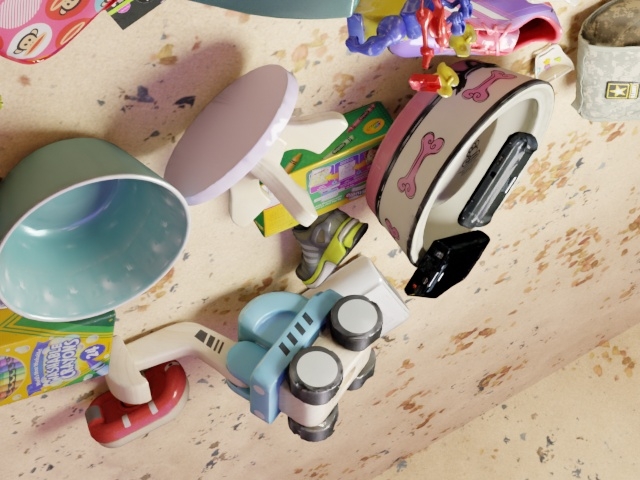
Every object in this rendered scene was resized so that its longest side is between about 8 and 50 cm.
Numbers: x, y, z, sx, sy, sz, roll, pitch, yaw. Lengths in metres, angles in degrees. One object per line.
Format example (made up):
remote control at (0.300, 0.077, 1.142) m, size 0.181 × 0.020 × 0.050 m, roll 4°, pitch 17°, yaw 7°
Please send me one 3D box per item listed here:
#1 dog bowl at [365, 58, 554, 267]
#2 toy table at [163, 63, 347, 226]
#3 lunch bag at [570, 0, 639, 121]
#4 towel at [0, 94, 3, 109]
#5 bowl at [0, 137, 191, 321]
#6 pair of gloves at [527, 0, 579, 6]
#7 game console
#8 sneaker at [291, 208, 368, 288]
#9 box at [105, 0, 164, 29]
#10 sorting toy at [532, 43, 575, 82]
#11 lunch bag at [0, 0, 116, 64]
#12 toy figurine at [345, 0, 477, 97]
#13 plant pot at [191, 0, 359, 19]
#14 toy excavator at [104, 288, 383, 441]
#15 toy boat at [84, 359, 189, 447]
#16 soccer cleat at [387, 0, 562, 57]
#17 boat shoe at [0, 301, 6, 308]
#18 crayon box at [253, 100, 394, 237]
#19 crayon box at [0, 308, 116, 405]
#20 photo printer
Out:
dog bowl at (0.245, -0.152, 1.927) m, size 0.408 × 0.150 × 0.408 m, roll -41°, pitch 156°, yaw -23°
toy table at (-0.100, -0.138, 1.672) m, size 0.274 × 0.252 × 0.161 m, roll -34°, pitch 136°, yaw 27°
lunch bag at (0.626, -0.362, 2.041) m, size 0.287 × 0.169 × 0.235 m, roll -28°, pitch 149°, yaw -5°
towel at (-0.545, -0.179, 1.389) m, size 0.237 × 0.021 × 0.102 m, roll 12°, pitch 129°, yaw -50°
bowl at (-0.371, -0.038, 1.609) m, size 0.311 × 0.163 × 0.311 m, roll -22°, pitch 147°, yaw -16°
pair of gloves at (0.362, -0.490, 1.638) m, size 0.204 × 0.042 × 0.240 m, roll -3°, pitch 110°, yaw -40°
game console at (0.288, -0.042, 1.928) m, size 0.213 × 0.044 × 0.361 m, roll -11°, pitch 135°, yaw -61°
sneaker at (0.000, 0.000, 2.086) m, size 0.111 × 0.121 × 0.300 m, roll -47°, pitch 178°, yaw -28°
box at (-0.252, -0.334, 1.393) m, size 0.083 × 0.052 × 0.062 m, roll -35°, pitch 150°, yaw 4°
sorting toy at (0.442, -0.344, 2.033) m, size 0.083 × 0.045 × 0.075 m, roll -31°, pitch 143°, yaw -1°
lunch bag at (-0.303, -0.342, 1.232) m, size 0.293 × 0.120 × 0.258 m, roll -42°, pitch 164°, yaw 10°
toy figurine at (0.122, -0.388, 1.588) m, size 0.362 × 0.217 × 0.191 m, roll -65°, pitch 149°, yaw -33°
plant pot at (-0.050, -0.367, 1.249) m, size 0.165 × 0.234 × 0.165 m, roll 102°, pitch 10°, yaw -53°
toy excavator at (-0.155, 0.231, 2.132) m, size 0.433 × 0.445 × 0.222 m, roll -50°, pitch 159°, yaw -30°
toy boat at (-0.393, 0.314, 2.187) m, size 0.231 × 0.151 × 0.151 m, roll -27°, pitch 121°, yaw -8°
soccer cleat at (0.263, -0.356, 1.768) m, size 0.318 × 0.116 × 0.108 m, roll -17°, pitch 148°, yaw -24°
boat shoe at (-0.462, 0.052, 1.745) m, size 0.301 × 0.108 × 0.102 m, roll -22°, pitch -177°, yaw -40°
crayon box at (0.001, -0.128, 1.908) m, size 0.278 × 0.081 × 0.165 m, roll -23°, pitch 150°, yaw -14°
crayon box at (-0.543, 0.205, 1.910) m, size 0.323 × 0.083 × 0.203 m, roll -15°, pitch 146°, yaw -26°
photo printer at (0.031, 0.185, 2.381) m, size 0.307 × 0.107 × 0.256 m, roll -34°, pitch 150°, yaw 6°
